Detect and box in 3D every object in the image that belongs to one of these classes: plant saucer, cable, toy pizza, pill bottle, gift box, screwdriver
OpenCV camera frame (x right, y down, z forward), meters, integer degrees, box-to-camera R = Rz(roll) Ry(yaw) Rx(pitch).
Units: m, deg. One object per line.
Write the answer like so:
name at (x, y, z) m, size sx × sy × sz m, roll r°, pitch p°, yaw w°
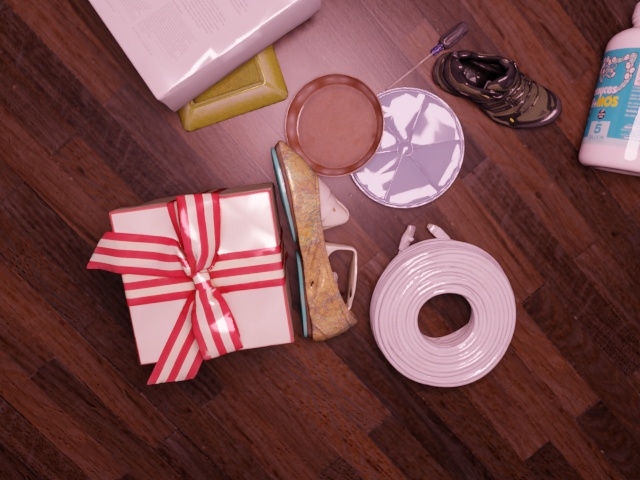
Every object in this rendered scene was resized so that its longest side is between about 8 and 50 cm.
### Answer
plant saucer at (-0.168, -0.295, 0.914) m, size 0.188 × 0.045 × 0.189 m, roll -19°, pitch 100°, yaw 0°
cable at (0.215, 0.127, 0.979) m, size 0.257 × 0.089 × 0.257 m, roll 28°, pitch 97°, yaw -7°
toy pizza at (0.142, -0.156, 0.956) m, size 0.201 × 0.032 × 0.202 m, roll 0°, pitch 98°, yaw 2°
pill bottle at (0.522, -0.240, 0.905) m, size 0.146 × 0.146 × 0.264 m, roll 11°, pitch 98°, yaw -4°
gift box at (-0.182, 0.051, 0.864) m, size 0.276 × 0.258 × 0.255 m, roll -13°, pitch 99°, yaw -1°
plant saucer at (0.024, -0.189, 0.931) m, size 0.168 × 0.029 × 0.169 m, roll 1°, pitch 94°, yaw 15°
screwdriver at (0.176, -0.306, 0.946) m, size 0.170 × 0.025 × 0.024 m, roll -37°, pitch 100°, yaw 12°

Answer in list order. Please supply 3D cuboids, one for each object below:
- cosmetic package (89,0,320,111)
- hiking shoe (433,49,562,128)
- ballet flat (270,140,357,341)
cosmetic package at (-0.219, -0.431, 0.832) m, size 0.284 × 0.097 × 0.377 m, roll -34°, pitch 90°, yaw 2°
hiking shoe at (0.295, -0.241, 0.909) m, size 0.226 × 0.114 × 0.086 m, roll 19°, pitch 99°, yaw -6°
ballet flat at (0.000, 0.000, 0.938) m, size 0.123 × 0.123 × 0.349 m, roll -10°, pitch 105°, yaw -1°
